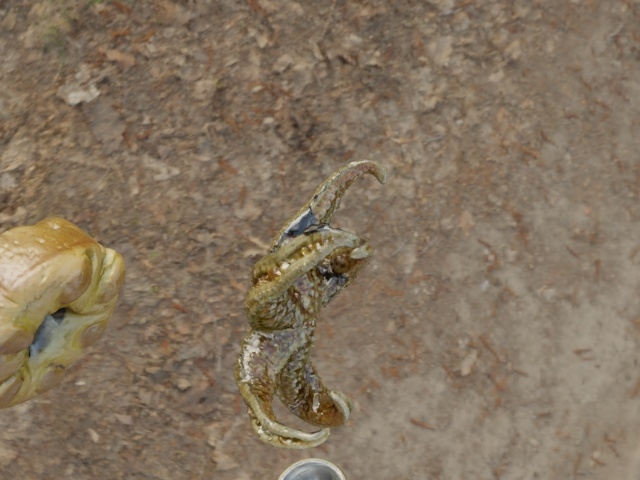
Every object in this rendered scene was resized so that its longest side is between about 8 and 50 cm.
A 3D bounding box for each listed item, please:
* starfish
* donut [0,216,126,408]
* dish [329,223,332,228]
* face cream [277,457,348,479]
[{"bbox_3d":[-0.004,0.033,0.565,0.146,0.074,0.190,38,62,-72],"label":"starfish"},{"bbox_3d":[-0.442,0.112,1.359,0.150,0.299,0.317,41,87,12],"label":"donut"},{"bbox_3d":[0.000,0.000,1.495,0.039,0.091,0.137,5,69,-11],"label":"dish"},{"bbox_3d":[0.023,0.421,1.265,0.105,0.105,0.349,-56,150,-25],"label":"face cream"}]
